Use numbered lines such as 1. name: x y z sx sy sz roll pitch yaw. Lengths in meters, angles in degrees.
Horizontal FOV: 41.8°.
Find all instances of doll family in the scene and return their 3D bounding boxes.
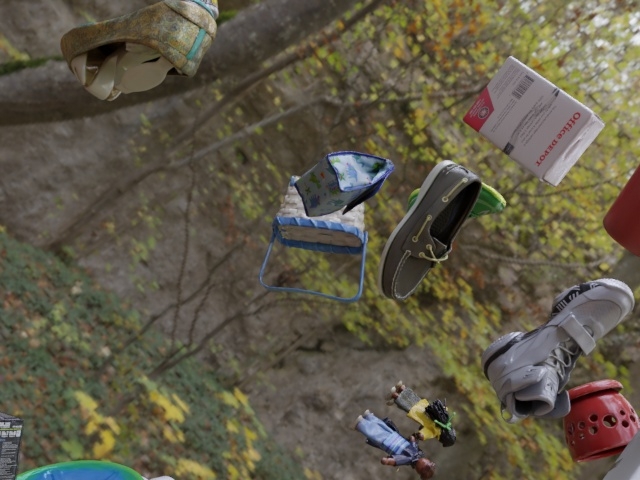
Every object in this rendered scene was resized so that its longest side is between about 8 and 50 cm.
1. doll family: 0.116 0.244 1.064 0.111 0.193 0.076 39 -52 18

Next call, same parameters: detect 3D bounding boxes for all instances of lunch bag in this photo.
1. lunch bag: 0.050 -0.108 1.592 0.129 0.151 0.096 -32 -103 49

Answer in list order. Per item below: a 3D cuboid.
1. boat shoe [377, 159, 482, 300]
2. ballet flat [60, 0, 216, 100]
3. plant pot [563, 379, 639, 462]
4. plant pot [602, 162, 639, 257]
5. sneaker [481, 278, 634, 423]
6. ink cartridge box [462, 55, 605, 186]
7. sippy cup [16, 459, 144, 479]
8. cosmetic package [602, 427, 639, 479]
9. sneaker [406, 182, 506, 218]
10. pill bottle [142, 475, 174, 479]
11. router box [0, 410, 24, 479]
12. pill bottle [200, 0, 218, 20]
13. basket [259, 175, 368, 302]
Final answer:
1. boat shoe: 0.215 -0.010 1.655 0.109 0.305 0.091 25 5 -42
2. ballet flat: -0.284 -0.259 1.203 0.348 0.123 0.123 -2 -53 44
3. plant pot: 0.702 0.454 2.120 0.191 0.191 0.174 104 -27 -65
4. plant pot: 0.673 -0.087 1.469 0.275 0.275 0.243 35 -59 35
5. sneaker: 0.506 0.241 1.744 0.137 0.366 0.210 45 23 -21
6. ink cartridge box: 0.451 -0.251 1.780 0.237 0.172 0.100 45 17 32
7. sippy cup: -0.354 0.465 1.183 0.305 0.240 0.224 -54 143 -75
8. cosmetic package: 0.533 0.433 1.342 0.156 0.385 0.217 41 -30 18
9. sneaker: 0.330 -0.070 2.063 0.109 0.123 0.295 39 -27 -31
10. pill bottle: -0.371 0.503 1.513 0.136 0.245 0.136 1 -89 42
11. router box: -0.358 0.222 0.872 0.122 0.092 0.038 1 -7 44
12. pill bottle: -0.221 -0.454 1.506 0.065 0.065 0.116 138 -54 -69
13. basket: 0.000 0.000 2.060 0.254 0.289 0.201 10 -21 12
